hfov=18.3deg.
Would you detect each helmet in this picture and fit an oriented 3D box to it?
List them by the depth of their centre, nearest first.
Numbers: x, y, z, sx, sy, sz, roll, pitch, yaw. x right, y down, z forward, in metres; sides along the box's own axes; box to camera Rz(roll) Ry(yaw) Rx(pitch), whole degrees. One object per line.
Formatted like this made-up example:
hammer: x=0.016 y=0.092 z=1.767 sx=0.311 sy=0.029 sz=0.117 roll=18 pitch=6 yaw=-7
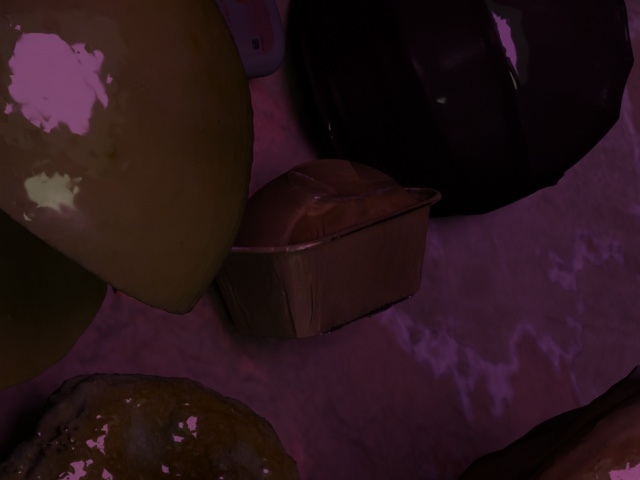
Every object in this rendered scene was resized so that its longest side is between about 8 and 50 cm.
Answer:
helmet: x=0.132 y=-0.146 z=1.442 sx=0.305 sy=0.177 sz=0.225 roll=-22 pitch=88 yaw=-46

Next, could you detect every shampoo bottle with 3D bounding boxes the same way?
shampoo bottle: x=-0.093 y=-0.141 z=1.308 sx=0.165 sy=0.040 sz=0.080 roll=-12 pitch=84 yaw=-48

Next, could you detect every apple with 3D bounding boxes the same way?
apple: x=-0.176 y=-0.057 z=1.017 sx=0.254 sy=0.292 sz=0.292 roll=32 pitch=53 yaw=-46

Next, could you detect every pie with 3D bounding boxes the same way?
pie: x=-0.086 y=0.233 z=1.150 sx=0.323 sy=0.070 sz=0.323 roll=19 pitch=62 yaw=-41

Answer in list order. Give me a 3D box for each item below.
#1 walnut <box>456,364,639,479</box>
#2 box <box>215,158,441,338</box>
walnut: x=0.221 y=0.258 z=1.242 sx=0.383 sy=0.383 sz=0.384 roll=19 pitch=62 yaw=-40
box: x=0.000 y=0.000 z=1.305 sx=0.177 sy=0.111 sz=0.111 roll=-19 pitch=88 yaw=-48
